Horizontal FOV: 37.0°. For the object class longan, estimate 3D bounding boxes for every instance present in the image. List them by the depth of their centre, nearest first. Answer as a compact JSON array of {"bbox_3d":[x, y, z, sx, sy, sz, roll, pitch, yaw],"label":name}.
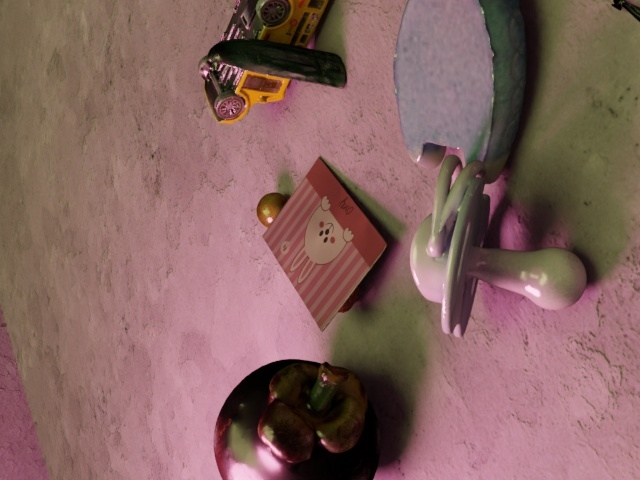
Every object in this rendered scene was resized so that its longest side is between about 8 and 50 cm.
[{"bbox_3d":[-0.086,-0.061,1.898,0.083,0.075,0.075,-18,73,12],"label":"longan"}]

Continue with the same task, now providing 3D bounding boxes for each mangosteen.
[{"bbox_3d":[-0.042,0.346,1.636,0.313,0.296,0.297,50,-147,-83],"label":"mangosteen"}]

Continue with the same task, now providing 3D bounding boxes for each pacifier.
[{"bbox_3d":[0.250,0.024,1.310,0.233,0.299,0.244,16,87,15],"label":"pacifier"}]

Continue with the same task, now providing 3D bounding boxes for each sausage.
[{"bbox_3d":[0.015,0.083,1.743,0.141,0.076,0.076,31,118,47],"label":"sausage"}]

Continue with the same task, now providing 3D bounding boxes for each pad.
[{"bbox_3d":[0.000,0.000,1.735,0.202,0.005,0.300,-53,41,17],"label":"pad"}]

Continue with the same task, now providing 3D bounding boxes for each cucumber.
[{"bbox_3d":[-0.083,-0.326,1.721,0.115,0.243,0.063,31,114,60],"label":"cucumber"}]

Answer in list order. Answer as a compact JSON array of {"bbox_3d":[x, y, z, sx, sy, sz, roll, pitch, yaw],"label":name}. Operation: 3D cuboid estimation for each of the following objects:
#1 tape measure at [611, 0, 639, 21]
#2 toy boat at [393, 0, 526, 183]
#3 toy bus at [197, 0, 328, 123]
[{"bbox_3d":[0.410,-0.323,1.175,0.179,0.104,0.107,39,104,8],"label":"tape measure"},{"bbox_3d":[0.220,-0.255,1.415,0.215,0.123,0.330,19,120,50],"label":"toy boat"},{"bbox_3d":[-0.113,-0.378,1.834,0.330,0.152,0.144,-59,41,36],"label":"toy bus"}]
